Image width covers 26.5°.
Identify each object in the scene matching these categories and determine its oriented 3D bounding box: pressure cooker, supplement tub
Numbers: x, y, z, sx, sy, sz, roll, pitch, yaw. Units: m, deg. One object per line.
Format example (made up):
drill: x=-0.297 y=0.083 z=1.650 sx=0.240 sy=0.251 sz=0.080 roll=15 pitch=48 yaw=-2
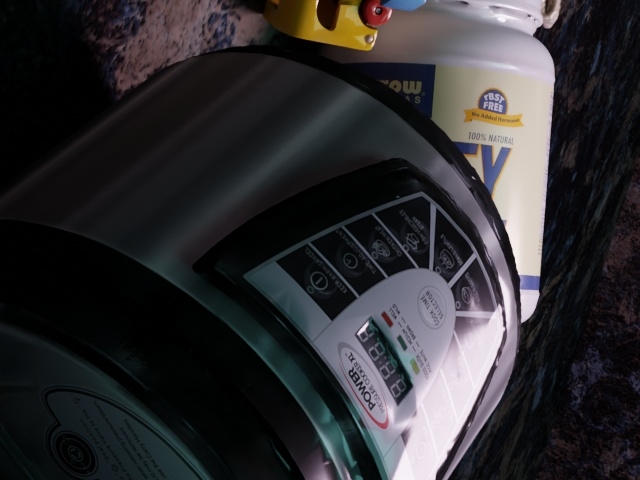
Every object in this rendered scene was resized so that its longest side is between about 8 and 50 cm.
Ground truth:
pressure cooker: x=-0.096 y=0.111 z=0.901 sx=0.420 sy=0.370 sz=0.375 roll=-45 pitch=153 yaw=-45
supplement tub: x=0.105 y=-0.087 z=1.328 sx=0.235 sy=0.235 sz=0.324 roll=4 pitch=89 yaw=-69

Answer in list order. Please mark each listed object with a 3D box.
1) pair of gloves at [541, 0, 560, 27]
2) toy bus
pair of gloves: x=0.242 y=-0.345 z=1.428 sx=0.204 sy=0.042 sz=0.240 roll=-75 pitch=172 yaw=-70
toy bus: x=0.014 y=-0.267 z=1.175 sx=0.191 sy=0.104 sz=0.202 roll=133 pitch=-41 yaw=-57
